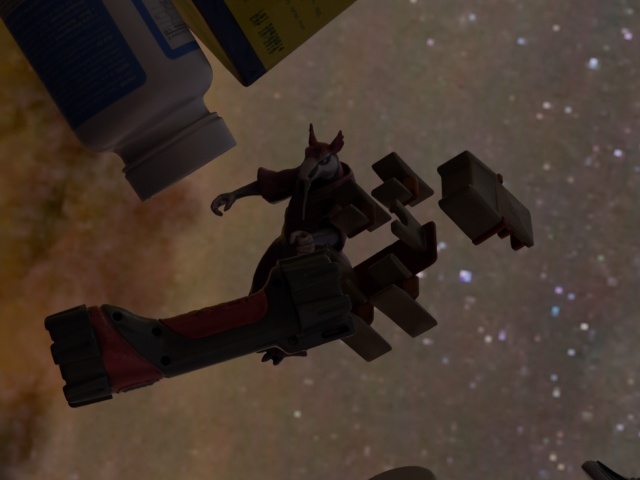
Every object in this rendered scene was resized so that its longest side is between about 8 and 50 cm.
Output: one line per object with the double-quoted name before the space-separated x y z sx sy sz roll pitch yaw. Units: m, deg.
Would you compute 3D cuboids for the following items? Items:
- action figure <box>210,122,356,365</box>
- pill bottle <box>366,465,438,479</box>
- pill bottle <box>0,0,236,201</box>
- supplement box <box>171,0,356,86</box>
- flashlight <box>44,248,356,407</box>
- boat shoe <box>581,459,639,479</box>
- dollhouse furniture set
"action figure" 0.000 0.000 2.079 0.248 0.275 0.370 46 -49 43
"pill bottle" 0.129 0.395 1.521 0.283 0.161 0.161 61 -7 -17
"pill bottle" -0.163 -0.146 1.120 0.222 0.124 0.124 59 -17 -5
"supplement box" -0.015 -0.357 1.337 0.195 0.356 0.194 49 -5 35
"flashlight" -0.125 0.083 1.446 0.103 0.304 0.103 -118 -166 -47
"boat shoe" 0.467 0.364 2.024 0.083 0.183 0.065 -45 162 -8
"dollhouse furniture set" 0.133 0.008 1.834 0.259 0.135 0.262 -32 -146 27
